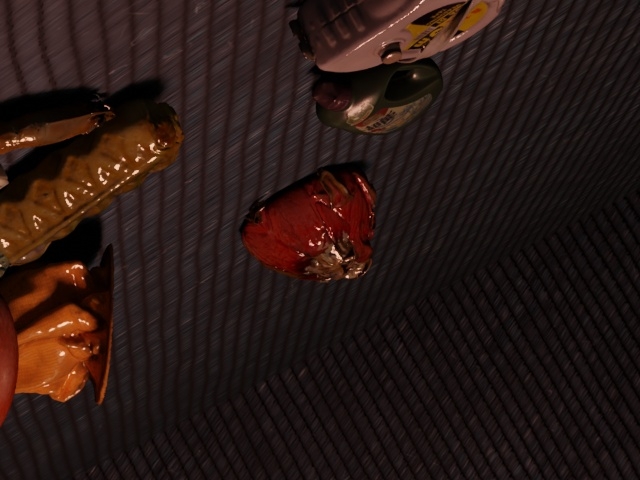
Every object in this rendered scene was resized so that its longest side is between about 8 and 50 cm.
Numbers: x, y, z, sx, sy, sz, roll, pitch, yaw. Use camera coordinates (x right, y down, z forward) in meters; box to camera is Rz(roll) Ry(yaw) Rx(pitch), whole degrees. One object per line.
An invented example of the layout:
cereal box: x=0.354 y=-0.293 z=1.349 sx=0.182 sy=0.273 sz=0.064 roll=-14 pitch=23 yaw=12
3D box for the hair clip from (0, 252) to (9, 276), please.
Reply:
hair clip: x=-0.422 y=0.019 z=2.151 sx=0.066 sy=0.036 sz=0.229 roll=-25 pitch=172 yaw=-3

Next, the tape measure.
tape measure: x=0.114 y=-0.273 z=1.998 sx=0.236 sy=0.120 sz=0.197 roll=-32 pitch=161 yaw=31

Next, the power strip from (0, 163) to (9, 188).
power strip: x=-0.429 y=-0.036 z=1.941 sx=0.192 sy=0.035 sz=0.081 roll=-32 pitch=169 yaw=14

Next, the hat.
hat: x=-0.395 y=0.099 z=2.337 sx=0.233 sy=0.244 sz=0.233 roll=4 pitch=126 yaw=-12

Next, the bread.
bread: x=-0.270 y=-0.071 z=2.027 sx=0.269 sy=0.098 sz=0.087 roll=-33 pitch=-152 yaw=17

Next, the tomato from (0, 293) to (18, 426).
tomato: x=-0.480 y=0.155 z=2.072 sx=0.265 sy=0.265 sz=0.265 roll=-28 pitch=167 yaw=-7

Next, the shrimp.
shrimp: x=-0.298 y=-0.121 z=1.899 sx=0.190 sy=0.042 sz=0.101 roll=-19 pitch=-176 yaw=-38

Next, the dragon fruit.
dragon fruit: x=0.003 y=0.000 z=2.711 sx=0.218 sy=0.148 sz=0.224 roll=-26 pitch=166 yaw=-10

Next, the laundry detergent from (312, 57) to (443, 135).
laundry detergent: x=0.065 y=-0.194 z=2.295 sx=0.144 sy=0.078 sz=0.221 roll=-37 pitch=162 yaw=22
